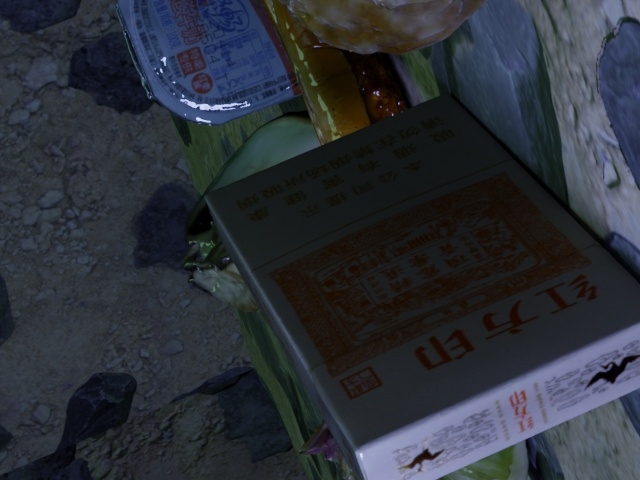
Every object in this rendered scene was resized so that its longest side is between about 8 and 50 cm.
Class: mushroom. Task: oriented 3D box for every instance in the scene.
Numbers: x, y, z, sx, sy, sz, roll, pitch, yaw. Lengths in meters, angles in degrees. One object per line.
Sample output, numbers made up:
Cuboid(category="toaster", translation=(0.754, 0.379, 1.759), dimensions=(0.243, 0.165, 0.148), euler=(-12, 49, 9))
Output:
Cuboid(category="mushroom", translation=(0.002, -0.006, 1.650), dimensions=(0.164, 0.189, 0.267), euler=(41, 153, -23))

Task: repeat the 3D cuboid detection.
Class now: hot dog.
Cuboid(category="hot dog", translation=(0.018, -0.157, 1.474), dimensions=(0.102, 0.076, 0.249), euler=(-2, -113, -58))

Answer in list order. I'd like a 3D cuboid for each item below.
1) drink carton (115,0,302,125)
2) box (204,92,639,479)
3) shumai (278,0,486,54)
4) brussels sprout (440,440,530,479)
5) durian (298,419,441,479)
Cuboid(category="drink carton", translation=(-0.096, -0.225, 1.699), dimensions=(0.189, 0.191, 0.185), euler=(-116, 4, -74))
Cuboid(category="box", translation=(0.063, 0.022, 1.172), dimensions=(0.365, 0.204, 0.051), euler=(-125, 14, -58))
Cuboid(category="shumai", translation=(0.035, -0.191, 0.954), dimensions=(0.153, 0.161, 0.209), euler=(-121, 29, -65))
Cuboid(category="brussels sprout", translation=(0.124, 0.153, 1.573), dimensions=(0.139, 0.100, 0.181), euler=(-30, 71, 63))
Cuboid(category="durian", translation=(0.080, 0.179, 1.816), dimensions=(0.260, 0.153, 0.186), euler=(-127, 38, -71))
